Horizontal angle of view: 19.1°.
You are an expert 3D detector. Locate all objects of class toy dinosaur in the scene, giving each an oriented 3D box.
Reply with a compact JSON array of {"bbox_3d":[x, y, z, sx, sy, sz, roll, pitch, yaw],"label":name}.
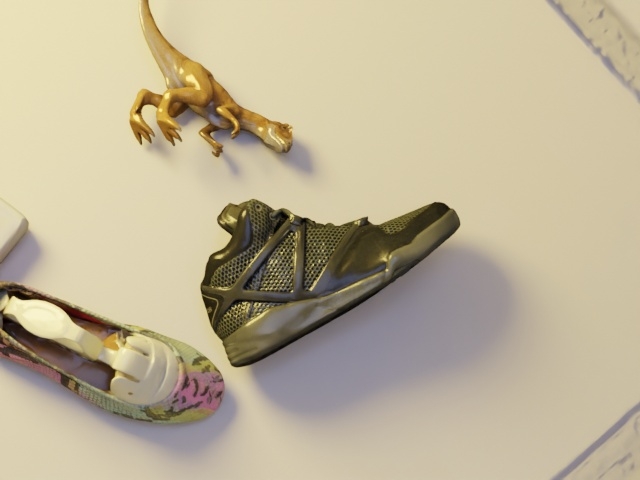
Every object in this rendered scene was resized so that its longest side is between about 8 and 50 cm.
[{"bbox_3d":[-0.118,-0.136,1.631,0.211,0.064,0.112,45,59,-3],"label":"toy dinosaur"}]

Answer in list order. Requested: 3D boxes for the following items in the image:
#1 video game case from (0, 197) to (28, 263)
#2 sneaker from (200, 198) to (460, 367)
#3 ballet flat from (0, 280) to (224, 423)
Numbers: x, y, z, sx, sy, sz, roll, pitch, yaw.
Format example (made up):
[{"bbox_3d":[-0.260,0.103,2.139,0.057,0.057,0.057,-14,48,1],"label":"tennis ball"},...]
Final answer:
[{"bbox_3d":[-0.462,0.004,1.569,0.329,0.036,0.300,36,76,4],"label":"video game case"},{"bbox_3d":[0.000,0.000,1.585,0.227,0.087,0.130,-27,86,-5],"label":"sneaker"},{"bbox_3d":[-0.184,0.090,1.551,0.221,0.079,0.077,22,75,0],"label":"ballet flat"}]
